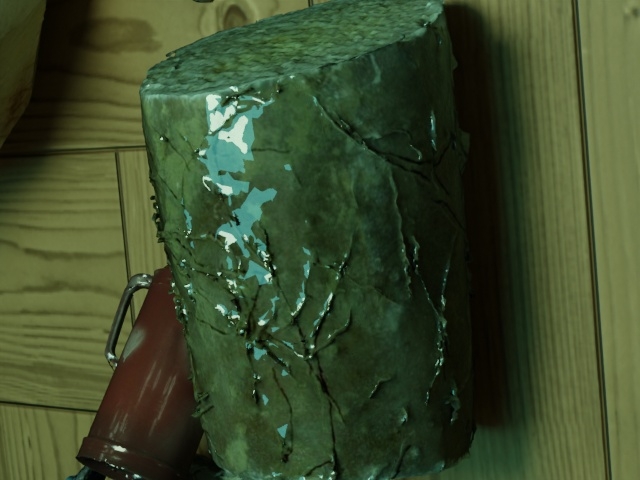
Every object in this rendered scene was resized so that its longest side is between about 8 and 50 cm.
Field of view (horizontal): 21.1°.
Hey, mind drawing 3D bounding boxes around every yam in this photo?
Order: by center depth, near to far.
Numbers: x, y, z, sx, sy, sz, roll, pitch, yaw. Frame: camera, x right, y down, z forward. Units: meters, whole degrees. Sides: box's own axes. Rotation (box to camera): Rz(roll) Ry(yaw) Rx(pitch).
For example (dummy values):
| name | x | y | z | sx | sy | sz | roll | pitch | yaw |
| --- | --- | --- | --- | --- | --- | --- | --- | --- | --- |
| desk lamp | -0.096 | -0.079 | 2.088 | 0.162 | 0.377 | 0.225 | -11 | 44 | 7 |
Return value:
| name | x | y | z | sx | sy | sz | roll | pitch | yaw |
| --- | --- | --- | --- | --- | --- | --- | --- | --- | --- |
| yam | 0.000 | 0.000 | 1.273 | 0.241 | 0.241 | 0.348 | -1 | 100 | 41 |

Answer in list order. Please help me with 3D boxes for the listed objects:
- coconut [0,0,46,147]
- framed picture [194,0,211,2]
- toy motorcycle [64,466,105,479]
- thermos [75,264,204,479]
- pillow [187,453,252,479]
| name | x | y | z | sx | sy | sz | roll | pitch | yaw |
| --- | --- | --- | --- | --- | --- | --- | --- | --- | --- |
| coconut | -0.416 | -0.186 | 1.525 | 0.415 | 0.344 | 0.415 | 171 | 90 | -67 |
| framed picture | -0.162 | -0.380 | 1.481 | 0.315 | 0.024 | 0.232 | 41 | 122 | 28 |
| toy motorcycle | -0.244 | 0.313 | 1.539 | 0.123 | 0.182 | 0.272 | 27 | 145 | 11 |
| thermos | -0.123 | 0.091 | 1.445 | 0.124 | 0.099 | 0.232 | 13 | 73 | 21 |
| pillow | -0.065 | 0.319 | 1.448 | 0.310 | 0.138 | 0.283 | 9 | 97 | 40 |
